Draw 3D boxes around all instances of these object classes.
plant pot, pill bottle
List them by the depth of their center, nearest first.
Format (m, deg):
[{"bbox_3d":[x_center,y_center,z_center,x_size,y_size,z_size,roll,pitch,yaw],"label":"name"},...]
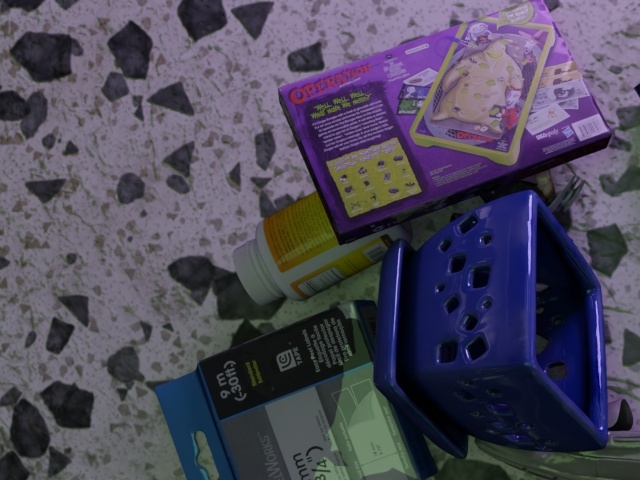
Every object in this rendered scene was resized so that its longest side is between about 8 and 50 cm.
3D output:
[{"bbox_3d":[0.193,0.112,1.567,0.212,0.236,0.236,-15,52,26],"label":"plant pot"},{"bbox_3d":[0.000,0.000,1.715,0.215,0.117,0.117,-27,82,14],"label":"pill bottle"}]

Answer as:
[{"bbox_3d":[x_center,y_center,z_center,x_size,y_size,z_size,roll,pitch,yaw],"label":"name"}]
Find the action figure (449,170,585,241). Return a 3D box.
[{"bbox_3d":[0.202,-0.082,1.672,0.185,0.099,0.285,-46,81,4],"label":"action figure"}]

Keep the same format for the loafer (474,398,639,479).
[{"bbox_3d":[0.342,0.242,1.612,0.319,0.112,0.111,8,84,22],"label":"loafer"}]

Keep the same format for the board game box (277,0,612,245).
[{"bbox_3d":[0.146,-0.146,1.616,0.346,0.056,0.208,-20,73,-6],"label":"board game box"}]

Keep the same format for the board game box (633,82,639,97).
[{"bbox_3d":[0.513,-0.188,1.576,0.243,0.042,0.165,-37,58,13],"label":"board game box"}]

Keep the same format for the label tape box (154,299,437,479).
[{"bbox_3d":[-0.051,0.245,1.733,0.333,0.106,0.241,-23,82,15],"label":"label tape box"}]
